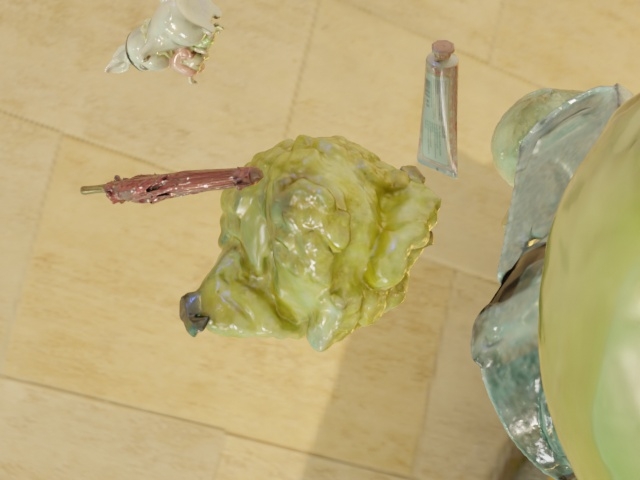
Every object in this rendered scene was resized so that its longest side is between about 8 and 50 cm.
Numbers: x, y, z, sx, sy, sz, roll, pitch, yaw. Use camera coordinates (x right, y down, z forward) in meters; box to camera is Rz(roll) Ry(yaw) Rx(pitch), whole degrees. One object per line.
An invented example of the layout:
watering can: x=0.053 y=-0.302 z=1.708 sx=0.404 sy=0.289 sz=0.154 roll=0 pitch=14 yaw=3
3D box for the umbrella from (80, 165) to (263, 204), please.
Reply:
umbrella: x=-0.109 y=-0.039 z=0.954 sx=0.027 sy=0.165 sz=0.025 roll=22 pitch=69 yaw=-54

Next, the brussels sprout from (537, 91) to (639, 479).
brussels sprout: x=0.221 y=0.035 z=0.508 sx=0.274 sy=0.243 sz=0.316 roll=2 pitch=92 yaw=-33

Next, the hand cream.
hand cream: x=0.163 y=-0.176 z=1.787 sx=0.043 sy=0.067 sz=0.209 roll=-45 pitch=148 yaw=-37

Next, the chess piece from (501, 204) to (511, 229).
chess piece: x=0.354 y=-0.048 z=1.573 sx=0.137 sy=0.301 sz=0.137 roll=-3 pitch=94 yaw=-46

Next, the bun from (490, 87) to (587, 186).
bun: x=0.348 y=-0.156 z=1.896 sx=0.213 sy=0.204 sz=0.126 roll=-3 pitch=73 yaw=-7

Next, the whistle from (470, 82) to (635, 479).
whistle: x=0.243 y=0.037 z=1.190 sx=0.188 sy=0.168 sz=0.404 roll=9 pitch=57 yaw=-43

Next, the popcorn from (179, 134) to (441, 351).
popcorn: x=0.007 y=0.001 z=1.610 sx=0.237 sy=0.293 sz=0.292 roll=16 pitch=81 yaw=-36

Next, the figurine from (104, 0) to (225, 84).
figurine: x=-0.177 y=-0.217 z=1.514 sx=0.098 sy=0.146 sz=0.081 roll=47 pitch=38 yaw=0
